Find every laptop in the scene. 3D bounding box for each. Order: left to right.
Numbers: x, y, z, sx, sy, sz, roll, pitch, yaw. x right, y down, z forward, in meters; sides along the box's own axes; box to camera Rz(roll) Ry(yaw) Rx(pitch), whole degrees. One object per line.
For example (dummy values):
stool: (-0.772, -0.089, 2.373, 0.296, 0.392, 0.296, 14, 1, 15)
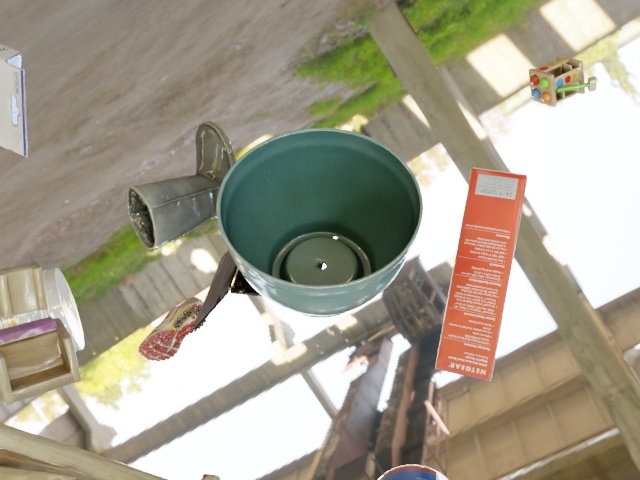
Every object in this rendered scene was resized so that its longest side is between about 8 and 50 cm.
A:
laptop: (-0.120, 0.074, 1.352, 0.264, 0.136, 0.234, 4, -139, 8)

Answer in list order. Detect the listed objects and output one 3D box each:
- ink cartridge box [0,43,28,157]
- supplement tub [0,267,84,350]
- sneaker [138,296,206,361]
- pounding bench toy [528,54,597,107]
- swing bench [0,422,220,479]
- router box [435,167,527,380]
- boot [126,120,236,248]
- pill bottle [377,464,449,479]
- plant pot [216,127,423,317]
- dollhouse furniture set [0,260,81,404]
ink cartridge box: (-0.626, -0.281, 1.147, 0.065, 0.333, 0.165, -40, 150, -55)
supplement tub: (-0.702, 0.196, 1.397, 0.316, 0.228, 0.228, -18, 180, -14)
sneaker: (-0.390, 0.238, 1.718, 0.225, 0.088, 0.092, -38, -155, 6)
pounding bench toy: (0.359, -0.232, 0.957, 0.065, 0.052, 0.083, -26, -148, -11)
swing bench: (-0.243, 0.306, 0.534, 0.165, 0.255, 0.253, -45, -152, 53)
router box: (0.272, 0.062, 1.073, 0.082, 0.301, 0.335, 10, 178, 16)
boot: (-0.232, -0.098, 1.072, 0.208, 0.189, 0.076, -20, 179, -42)
pill bottle: (0.101, 0.347, 0.703, 0.124, 0.124, 0.221, -33, 180, 10)
plant pot: (0.000, 0.000, 0.991, 0.293, 0.293, 0.196, -35, 151, -23)
dollhouse furniture set: (-0.412, 0.007, 0.585, 0.286, 0.303, 0.198, -15, -162, -33)
